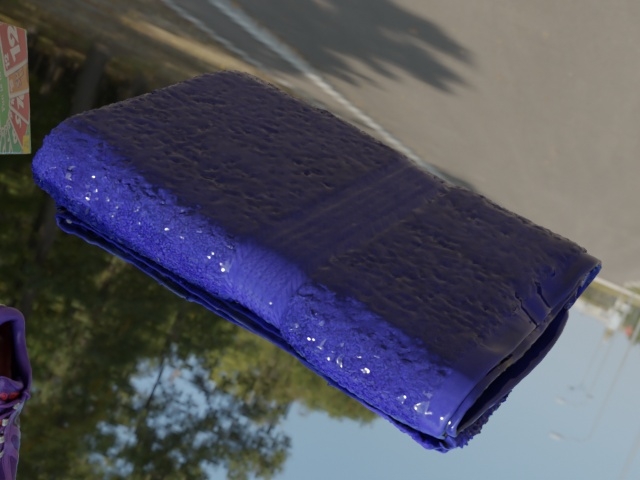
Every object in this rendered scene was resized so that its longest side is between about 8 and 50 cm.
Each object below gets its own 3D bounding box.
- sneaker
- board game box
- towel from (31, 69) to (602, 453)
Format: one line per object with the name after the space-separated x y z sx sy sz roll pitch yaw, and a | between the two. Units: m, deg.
-0.241 0.127 0.775 0.068 0.170 0.071 9 160 -40 | sneaker
-0.310 -0.137 0.946 0.039 0.124 0.259 0 -175 6 | board game box
0.000 0.000 0.677 0.308 0.076 0.227 31 -148 21 | towel
